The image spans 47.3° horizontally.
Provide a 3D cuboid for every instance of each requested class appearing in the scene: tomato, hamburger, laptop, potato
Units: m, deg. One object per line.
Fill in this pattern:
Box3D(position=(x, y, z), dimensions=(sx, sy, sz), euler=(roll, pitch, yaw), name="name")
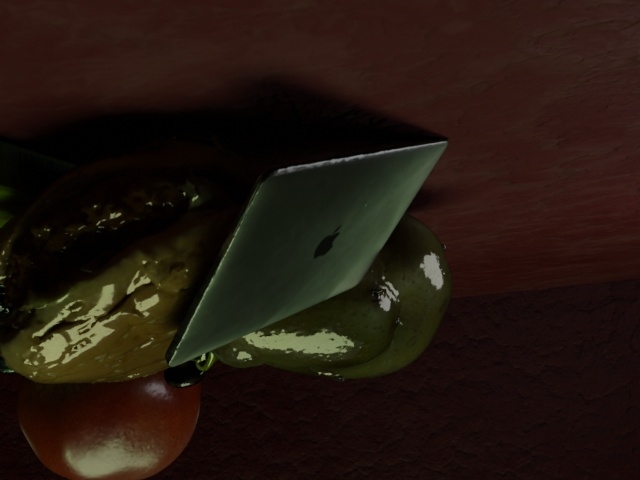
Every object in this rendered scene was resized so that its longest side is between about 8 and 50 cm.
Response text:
Box3D(position=(-0.408, 0.313, 1.426), dimensions=(0.342, 0.272, 0.341), euler=(1, -169, 0), name="tomato")
Box3D(position=(-0.144, 0.030, 0.633), dimensions=(0.260, 0.144, 0.283), euler=(-27, 160, 11), name="hamburger")
Box3D(position=(0.000, 0.000, 0.606), dimensions=(0.269, 0.015, 0.187), euler=(-18, 145, -52), name="laptop")
Box3D(position=(0.003, 0.064, 0.885), dimensions=(0.351, 0.202, 0.218), euler=(-9, 139, -31), name="potato")

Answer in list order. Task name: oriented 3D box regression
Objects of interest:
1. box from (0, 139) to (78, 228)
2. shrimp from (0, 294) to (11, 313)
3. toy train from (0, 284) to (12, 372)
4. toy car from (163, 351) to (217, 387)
Box3D(position=(-0.267, -0.024, 0.714), dimensions=(0.187, 0.047, 0.335), euler=(-9, 170, 19), name="box")
Box3D(position=(-0.391, 0.020, 0.588), dimensions=(0.262, 0.051, 0.198), euler=(24, 180, -6), name="shrimp")
Box3D(position=(-0.418, 0.127, 1.255), dimensions=(0.398, 0.160, 0.253), euler=(-2, 179, -24), name="toy train")
Box3D(position=(-0.209, 0.076, 0.981), dimensions=(0.248, 0.200, 0.142), euler=(6, -152, 30), name="toy car")
